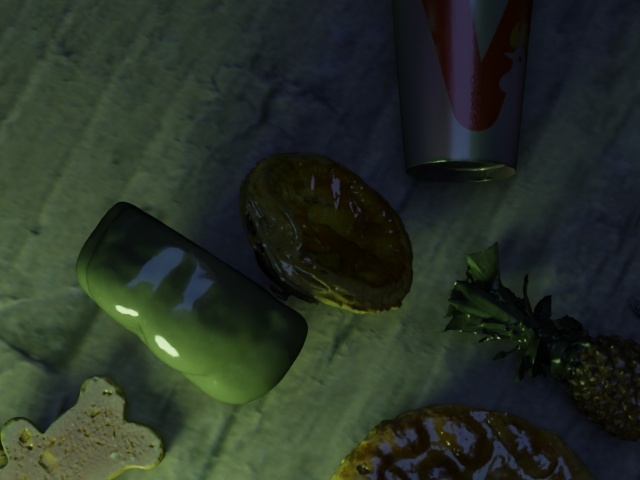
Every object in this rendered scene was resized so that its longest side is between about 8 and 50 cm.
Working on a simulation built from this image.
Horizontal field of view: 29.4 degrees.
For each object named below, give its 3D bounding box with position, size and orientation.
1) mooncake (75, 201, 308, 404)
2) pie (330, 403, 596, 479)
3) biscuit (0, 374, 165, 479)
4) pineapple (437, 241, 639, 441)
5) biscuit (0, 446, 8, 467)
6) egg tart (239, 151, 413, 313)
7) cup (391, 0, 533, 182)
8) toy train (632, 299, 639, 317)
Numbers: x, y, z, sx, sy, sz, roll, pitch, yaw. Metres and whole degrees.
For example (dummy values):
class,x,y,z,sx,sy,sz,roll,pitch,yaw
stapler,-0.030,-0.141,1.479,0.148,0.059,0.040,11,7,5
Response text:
class,x,y,z,sx,sy,sz,roll,pitch,yaw
mooncake,-0.151,0.072,1.373,0.275,0.275,0.135,35,84,12
pie,0.155,0.340,1.373,0.339,0.083,0.340,-1,78,5
biscuit,-0.311,0.265,1.437,0.234,0.030,0.153,-37,78,-13
pineapple,0.270,0.113,1.405,0.277,0.119,0.130,31,98,13
biscuit,-0.390,0.287,1.456,0.081,0.018,0.083,-1,75,4
egg tart,0.000,0.000,1.434,0.241,0.241,0.106,53,128,14
cup,0.172,-0.223,1.473,0.203,0.203,0.289,2,82,5
toy train,0.405,0.099,1.446,0.083,0.017,0.017,37,79,12
